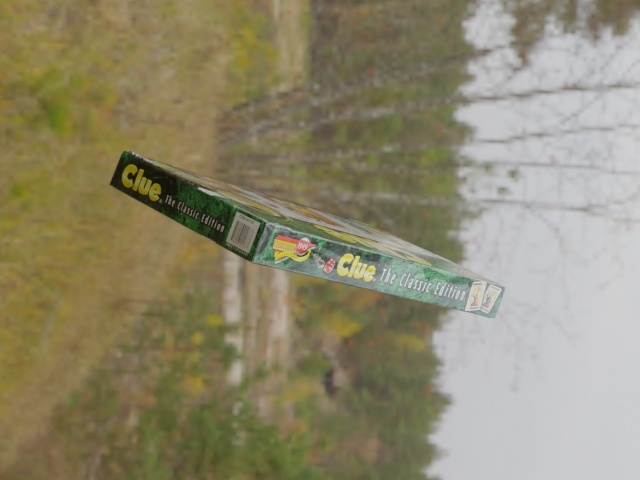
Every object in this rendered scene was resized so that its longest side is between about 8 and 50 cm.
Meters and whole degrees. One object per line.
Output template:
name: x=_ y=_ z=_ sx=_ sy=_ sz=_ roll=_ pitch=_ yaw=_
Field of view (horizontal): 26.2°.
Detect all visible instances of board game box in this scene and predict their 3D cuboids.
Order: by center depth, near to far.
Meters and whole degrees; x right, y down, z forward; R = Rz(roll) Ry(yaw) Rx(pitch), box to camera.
board game box: x=0.000 y=0.000 z=0.901 sx=0.260 sy=0.136 sz=0.030 roll=15 pitch=101 yaw=-51
